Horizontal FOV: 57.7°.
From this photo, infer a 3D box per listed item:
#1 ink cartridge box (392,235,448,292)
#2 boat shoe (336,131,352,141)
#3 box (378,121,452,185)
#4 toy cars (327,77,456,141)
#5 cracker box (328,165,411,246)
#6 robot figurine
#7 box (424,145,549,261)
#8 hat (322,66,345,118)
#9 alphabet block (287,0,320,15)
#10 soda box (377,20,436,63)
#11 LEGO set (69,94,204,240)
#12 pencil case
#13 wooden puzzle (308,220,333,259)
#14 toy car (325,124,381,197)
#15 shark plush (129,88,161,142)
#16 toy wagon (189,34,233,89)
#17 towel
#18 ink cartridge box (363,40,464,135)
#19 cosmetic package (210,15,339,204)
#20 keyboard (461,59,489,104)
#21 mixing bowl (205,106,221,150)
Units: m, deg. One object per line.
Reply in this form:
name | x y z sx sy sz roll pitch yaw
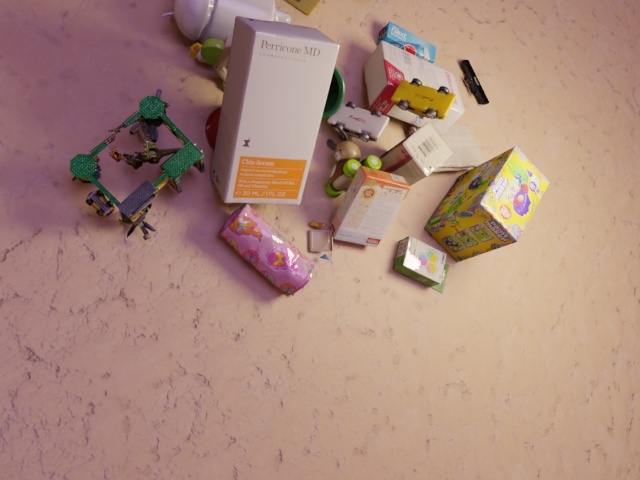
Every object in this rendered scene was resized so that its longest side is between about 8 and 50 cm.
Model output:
ink cartridge box | 0.343 0.080 1.876 0.209 0.062 0.108 26 64 -20
boat shoe | 0.074 -0.353 1.876 0.045 0.050 0.135 2 73 -14
box | 0.273 -0.248 1.838 0.149 0.232 0.126 -41 96 -31
toy cars | 0.222 -0.390 1.801 0.394 0.087 0.176 -16 63 12
cracker box | 0.143 -0.097 1.732 0.156 0.232 0.067 12 33 -25
robot figurine | -0.271 -0.656 1.689 0.354 0.200 0.299 11 99 -26
box | 0.546 -0.115 1.917 0.177 0.279 0.290 44 60 -10
hat | 0.016 -0.510 1.872 0.173 0.208 0.183 12 24 12
alphabet block | -0.051 -0.896 1.884 0.197 0.193 0.192 28 66 -19
soda box | 0.313 -0.699 2.091 0.210 0.067 0.071 20 67 -21
LEGO set | -0.451 -0.186 1.481 0.255 0.192 0.331 38 78 -4
pencil case | -0.142 0.027 1.606 0.284 0.124 0.124 41 60 -12
wooden puzzle | 0.000 0.000 1.734 0.079 0.014 0.116 5 74 -1
toy car | 0.072 -0.255 1.789 0.149 0.155 0.188 -16 74 -31
shark plush | -0.449 -0.337 1.575 0.073 0.067 0.161 31 63 -17
toy wagon | -0.195 -0.500 1.643 0.345 0.267 0.068 16 67 -23
towel | 0.448 -0.327 2.045 0.283 0.049 0.187 -5 67 -30
ink cartridge box | 0.312 -0.512 1.968 0.307 0.131 0.226 17 49 -24
cosmetic package | -0.131 -0.326 1.526 0.230 0.452 0.161 -1 33 -26
keyboard | 0.582 -0.605 2.236 0.100 0.038 0.191 -21 84 -54
mixing bowl | -0.230 -0.326 1.672 0.182 0.098 0.181 9 71 -27
